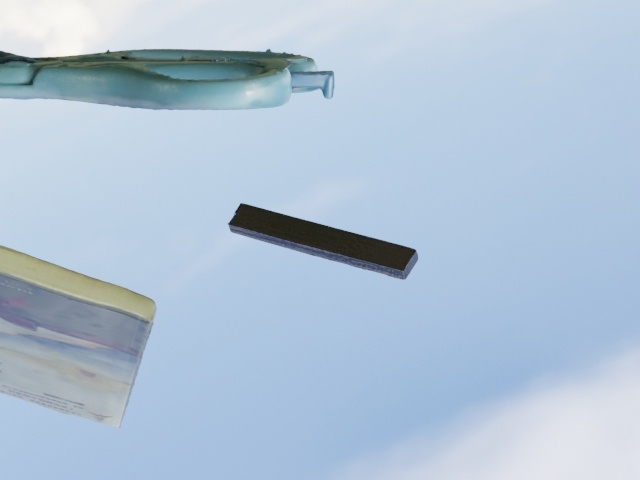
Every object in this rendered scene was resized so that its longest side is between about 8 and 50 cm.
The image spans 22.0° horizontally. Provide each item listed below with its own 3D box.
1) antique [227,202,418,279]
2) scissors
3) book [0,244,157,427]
[{"bbox_3d":[0.000,0.000,1.530,0.192,0.015,0.031,15,-126,28],"label":"antique"},{"bbox_3d":[-0.187,-0.109,1.084,0.393,0.032,0.180,0,-169,0],"label":"scissors"},{"bbox_3d":[-0.245,0.077,1.375,0.289,0.201,0.026,114,-7,-63],"label":"book"}]
